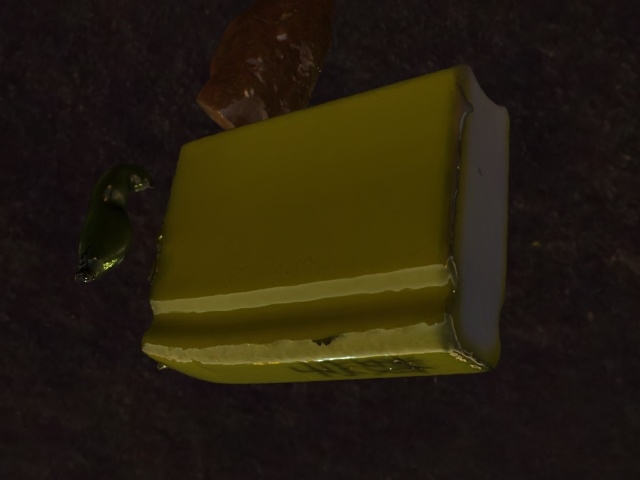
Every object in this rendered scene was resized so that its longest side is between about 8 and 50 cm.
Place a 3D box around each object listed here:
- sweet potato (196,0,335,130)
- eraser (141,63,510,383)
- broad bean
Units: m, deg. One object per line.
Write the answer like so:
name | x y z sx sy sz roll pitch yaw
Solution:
sweet potato | -0.041 -0.175 0.781 0.097 0.251 0.097 12 145 9
eraser | 0.000 0.000 0.501 0.226 0.158 0.069 -10 151 36
broad bean | -0.251 -0.022 1.026 0.070 0.213 0.048 31 132 -17
